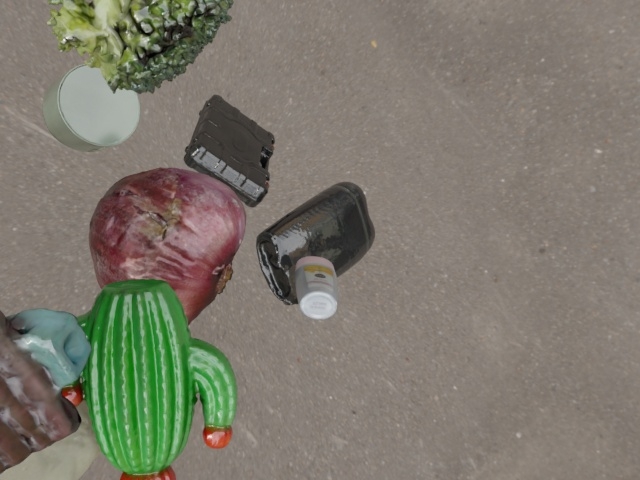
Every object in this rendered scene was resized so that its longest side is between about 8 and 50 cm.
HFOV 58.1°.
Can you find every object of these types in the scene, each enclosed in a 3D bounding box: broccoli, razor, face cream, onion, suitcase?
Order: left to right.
[{"bbox_3d":[-0.250,-0.011,0.800,0.120,0.283,0.227,43,69,-55],"label":"onion"},{"bbox_3d":[-0.308,-0.428,0.987,0.281,0.348,0.293,38,101,-28],"label":"broccoli"},{"bbox_3d":[-0.208,-0.220,1.378,0.206,0.285,0.066,33,121,-24],"label":"suitcase"},{"bbox_3d":[-0.007,0.085,1.109,0.084,0.198,0.057,7,109,-6],"label":"face cream"},{"bbox_3d":[0.002,0.000,1.384,0.349,0.113,0.204,-36,113,-43],"label":"razor"}]

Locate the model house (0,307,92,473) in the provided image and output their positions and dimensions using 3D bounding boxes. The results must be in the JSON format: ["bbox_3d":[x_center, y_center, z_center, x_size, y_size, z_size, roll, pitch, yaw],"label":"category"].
[{"bbox_3d":[-0.300,0.020,0.365,0.249,0.230,0.280,-14,125,6],"label":"model house"}]

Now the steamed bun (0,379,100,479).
[{"bbox_3d":[-0.442,0.276,0.616,0.236,0.247,0.383,44,75,-34],"label":"steamed bun"}]

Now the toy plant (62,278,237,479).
[{"bbox_3d":[-0.158,0.153,0.556,0.154,0.088,0.240,-28,102,-9],"label":"toy plant"}]

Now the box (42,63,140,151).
[{"bbox_3d":[-0.645,-0.369,1.622,0.226,0.149,0.226,0,90,-41],"label":"box"}]
